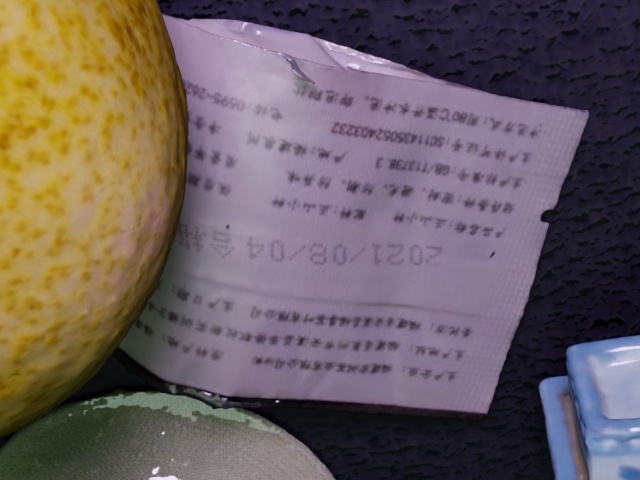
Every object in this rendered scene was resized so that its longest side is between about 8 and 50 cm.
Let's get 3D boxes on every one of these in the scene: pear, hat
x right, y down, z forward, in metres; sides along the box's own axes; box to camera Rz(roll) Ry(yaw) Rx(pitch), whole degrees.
[{"bbox_3d":[-0.178,-0.042,0.483,0.271,0.271,0.271,1,114,1],"label":"pear"},{"bbox_3d":[-0.104,0.228,0.669,0.257,0.130,0.257,1,115,2],"label":"hat"}]

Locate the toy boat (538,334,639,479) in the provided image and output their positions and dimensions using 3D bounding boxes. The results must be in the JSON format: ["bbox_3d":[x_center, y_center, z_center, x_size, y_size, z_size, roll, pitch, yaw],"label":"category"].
[{"bbox_3d":[0.285,0.088,0.585,0.332,0.145,0.133,-5,121,7],"label":"toy boat"}]

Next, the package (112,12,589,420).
[{"bbox_3d":[0.000,0.000,0.603,0.251,0.062,0.204,11,115,-8],"label":"package"}]
